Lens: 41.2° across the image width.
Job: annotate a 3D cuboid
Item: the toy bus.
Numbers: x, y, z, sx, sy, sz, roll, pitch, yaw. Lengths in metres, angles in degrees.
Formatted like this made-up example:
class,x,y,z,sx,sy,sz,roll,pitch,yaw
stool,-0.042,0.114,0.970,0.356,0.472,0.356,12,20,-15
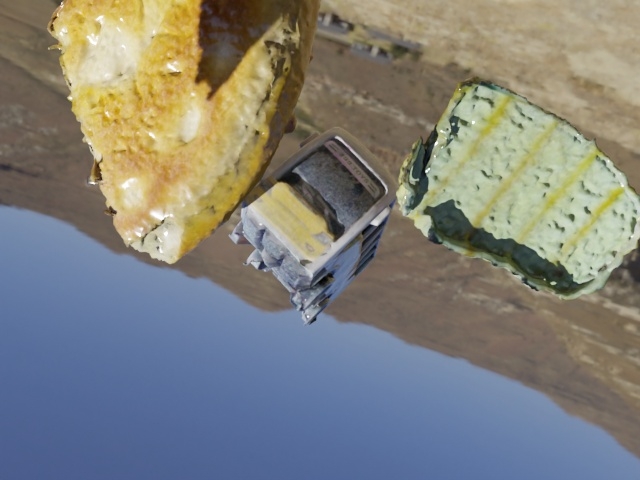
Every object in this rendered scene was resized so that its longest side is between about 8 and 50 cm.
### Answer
class,x,y,z,sx,sy,sz,roll,pitch,yaw
toy bus,0.000,0.000,0.833,0.097,0.138,0.342,47,172,8

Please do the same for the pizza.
class,x,y,z,sx,sy,sz,roll,pitch,yaw
pizza,-0.107,-0.152,0.656,0.226,0.335,0.086,17,-174,27

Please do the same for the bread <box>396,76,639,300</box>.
class,x,y,z,sx,sy,sz,roll,pitch,yaw
bread,0.111,-0.042,0.526,0.156,0.103,0.110,34,-163,-22
